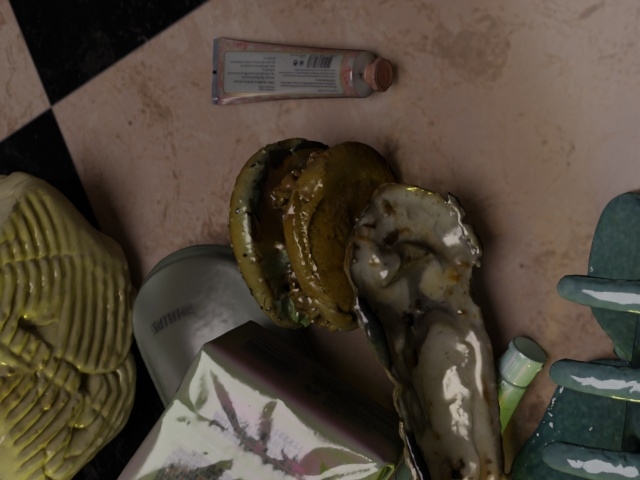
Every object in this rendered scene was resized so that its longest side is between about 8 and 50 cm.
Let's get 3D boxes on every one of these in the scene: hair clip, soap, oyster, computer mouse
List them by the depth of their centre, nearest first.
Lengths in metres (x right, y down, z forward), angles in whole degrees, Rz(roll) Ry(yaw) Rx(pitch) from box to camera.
[{"bbox_3d":[0.289,0.136,0.872,0.392,0.238,0.318,11,101,31],"label":"hair clip"},{"bbox_3d":[0.091,0.120,1.018,0.078,0.128,0.345,-11,91,56],"label":"oyster"},{"bbox_3d":[-0.049,0.201,1.073,0.199,0.138,0.182,33,102,7],"label":"soap"},{"bbox_3d":[-0.082,0.162,1.197,0.197,0.095,0.331,-34,80,36],"label":"computer mouse"}]

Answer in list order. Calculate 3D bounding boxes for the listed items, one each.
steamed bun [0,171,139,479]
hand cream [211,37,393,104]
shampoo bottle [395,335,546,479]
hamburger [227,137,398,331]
[{"bbox_3d":[-0.337,0.095,1.256,0.203,0.276,0.289,-5,120,44],"label":"steamed bun"},{"bbox_3d":[-0.025,-0.158,1.138,0.209,0.043,0.067,8,100,37],"label":"hand cream"},{"bbox_3d":[0.139,0.168,1.085,0.069,0.041,0.191,42,117,25],"label":"shampoo bottle"},{"bbox_3d":[0.000,0.000,1.076,0.113,0.185,0.177,-7,56,29],"label":"hamburger"}]
